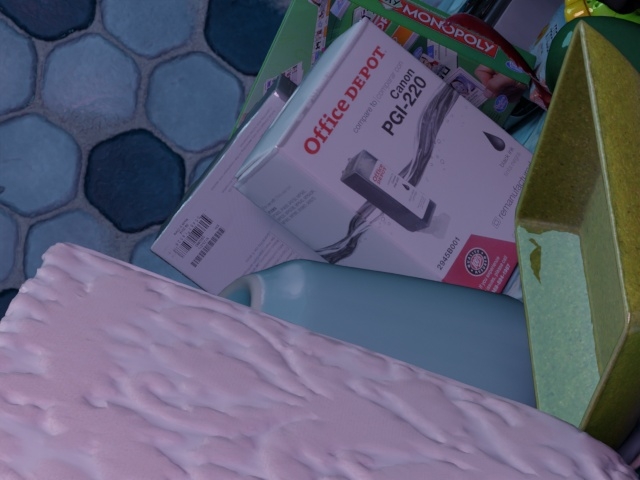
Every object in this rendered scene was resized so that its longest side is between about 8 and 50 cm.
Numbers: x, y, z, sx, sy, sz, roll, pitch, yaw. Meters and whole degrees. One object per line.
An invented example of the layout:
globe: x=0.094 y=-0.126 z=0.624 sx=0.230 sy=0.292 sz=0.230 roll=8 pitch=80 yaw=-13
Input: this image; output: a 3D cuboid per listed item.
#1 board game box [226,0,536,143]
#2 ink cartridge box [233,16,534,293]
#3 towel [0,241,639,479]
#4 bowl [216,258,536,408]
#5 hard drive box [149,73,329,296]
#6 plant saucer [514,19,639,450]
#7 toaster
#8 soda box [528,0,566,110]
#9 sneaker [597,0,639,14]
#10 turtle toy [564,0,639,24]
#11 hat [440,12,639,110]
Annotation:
board game box: x=0.032 y=-0.091 z=1.653 sx=0.317 sy=0.213 sz=0.046 roll=-61 pitch=4 yaw=45
ink cartridge box: x=0.064 y=-0.047 z=1.469 sx=0.158 sy=0.218 sz=0.092 roll=-57 pitch=9 yaw=-31
towel: x=-0.003 y=0.120 z=0.761 sx=0.332 sy=0.317 sz=0.053 roll=-76 pitch=6 yaw=-71
bowl: x=-0.017 y=0.135 z=1.137 sx=0.311 sy=0.163 sz=0.311 roll=-55 pitch=14 yaw=22
hard drive box: x=0.000 y=0.000 z=1.586 sx=0.181 sy=0.232 sz=0.089 roll=-50 pitch=7 yaw=13
plant saucer: x=0.149 y=0.013 z=0.963 sx=0.188 sy=0.045 sz=0.188 roll=100 pitch=169 yaw=-56
toaster: x=0.191 y=-0.198 z=1.822 sx=0.185 sy=0.110 sz=0.168 roll=-56 pitch=9 yaw=-23
soda box: x=0.221 y=-0.151 z=1.592 sx=0.058 sy=0.063 sz=0.183 roll=-52 pitch=8 yaw=20
sneaker: x=0.211 y=-0.241 z=1.371 sx=0.109 sy=0.286 sz=0.130 roll=10 pitch=-81 yaw=-60
turtle toy: x=0.256 y=-0.185 z=1.522 sx=0.095 sy=0.066 sz=0.130 roll=-23 pitch=16 yaw=16
hat: x=0.177 y=-0.146 z=1.370 sx=0.173 sy=0.183 sz=0.208 roll=-54 pitch=8 yaw=-14
